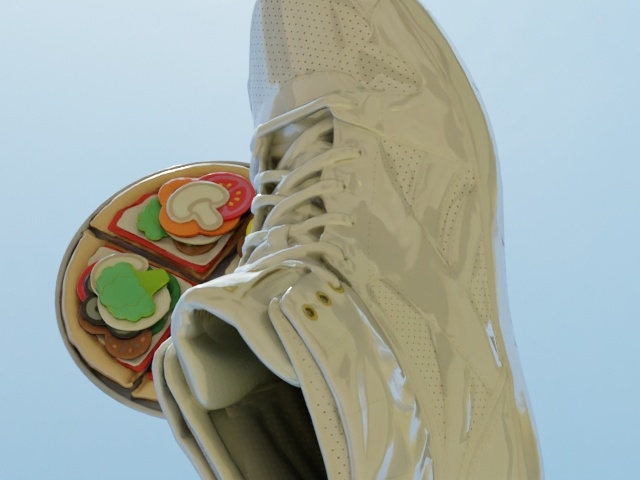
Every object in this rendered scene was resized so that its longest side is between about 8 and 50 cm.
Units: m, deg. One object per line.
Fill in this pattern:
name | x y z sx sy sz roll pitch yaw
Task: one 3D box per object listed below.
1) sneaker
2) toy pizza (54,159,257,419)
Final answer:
sneaker | 0.000 0.000 0.838 0.169 0.108 0.293 6 -116 -55
toy pizza | -0.069 0.024 1.249 0.201 0.032 0.201 -1 -125 2
